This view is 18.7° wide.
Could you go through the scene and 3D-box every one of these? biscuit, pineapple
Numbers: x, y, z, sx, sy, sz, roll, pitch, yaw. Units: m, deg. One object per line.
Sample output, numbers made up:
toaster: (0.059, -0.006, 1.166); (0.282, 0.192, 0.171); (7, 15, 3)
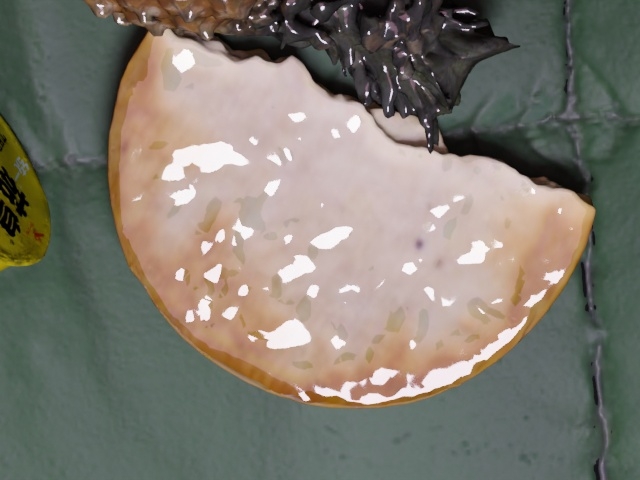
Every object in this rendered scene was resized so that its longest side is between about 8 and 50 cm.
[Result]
biscuit: (0.000, 0.000, 1.234); (0.309, 0.040, 0.204); (23, 98, 0)
pineapple: (-0.050, -0.187, 1.152); (0.362, 0.202, 0.202); (36, 99, -17)

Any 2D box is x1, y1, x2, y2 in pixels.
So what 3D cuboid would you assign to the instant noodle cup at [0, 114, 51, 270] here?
instant noodle cup: (-0.278, -0.023, 1.185); (0.144, 0.182, 0.182); (-34, 95, 16)
